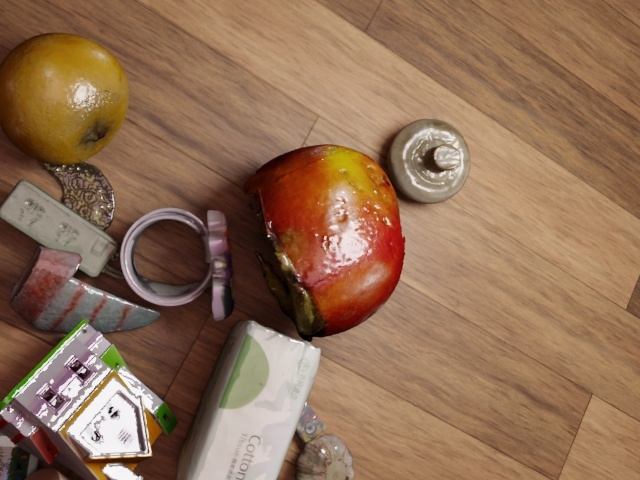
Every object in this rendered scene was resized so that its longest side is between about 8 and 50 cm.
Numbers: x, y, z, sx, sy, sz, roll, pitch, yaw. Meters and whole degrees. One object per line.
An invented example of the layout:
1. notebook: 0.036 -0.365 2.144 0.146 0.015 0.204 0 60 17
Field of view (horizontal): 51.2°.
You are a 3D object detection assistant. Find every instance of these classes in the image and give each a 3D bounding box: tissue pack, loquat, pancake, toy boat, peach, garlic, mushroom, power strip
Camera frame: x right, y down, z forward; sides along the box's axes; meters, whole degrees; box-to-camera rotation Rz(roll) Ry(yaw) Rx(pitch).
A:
1. tissue pack: -0.151 0.356 1.378 0.193 0.266 0.357 23 79 -8
2. loquat: -0.510 -0.282 1.327 0.262 0.263 0.263 1 85 -17
3. pancake: -0.532 -0.078 1.427 0.184 0.020 0.191 30 77 -13
4. toy boat: -0.480 0.133 1.382 0.282 0.096 0.206 25 113 -27
5. peach: 0.000 0.000 1.382 0.352 0.339 0.417 7 54 19
6. garlic: 0.006 0.513 1.500 0.147 0.102 0.159 -25 105 -31
7. mushroom: 0.267 -0.191 1.578 0.207 0.215 0.208 0 90 -10
8. tissue pack: -0.036 0.416 1.527 0.063 0.035 0.083 -38 97 -16
9. power strip: -0.518 -0.009 1.386 0.288 0.053 0.093 37 84 -19

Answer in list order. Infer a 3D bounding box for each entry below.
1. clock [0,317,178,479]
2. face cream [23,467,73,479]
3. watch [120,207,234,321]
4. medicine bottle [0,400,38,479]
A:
1. clock: -0.449 0.353 1.316 0.309 0.166 0.235 44 47 -8
2. face cream: -0.514 0.521 1.261 0.149 0.149 0.104 -46 125 -15
3. watch: -0.297 0.054 1.405 0.231 0.196 0.244 -5 90 -10
4. medicine bottle: -0.623 0.437 1.323 0.121 0.083 0.229 9 82 -20
